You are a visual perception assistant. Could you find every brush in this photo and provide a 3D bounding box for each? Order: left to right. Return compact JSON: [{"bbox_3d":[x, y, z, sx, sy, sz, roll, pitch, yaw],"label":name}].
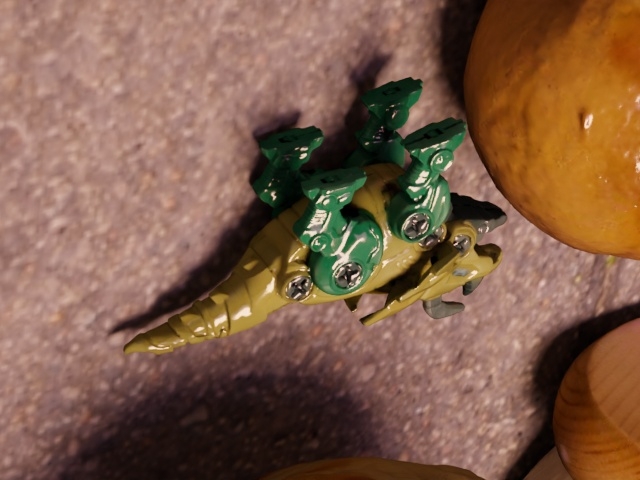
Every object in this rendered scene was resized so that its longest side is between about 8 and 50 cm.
[{"bbox_3d":[0.268,0.159,1.413,0.267,0.174,0.166,-32,149,-45],"label":"brush"}]

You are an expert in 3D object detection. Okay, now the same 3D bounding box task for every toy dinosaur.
[{"bbox_3d":[0.000,0.000,1.116,0.259,0.094,0.153,-16,126,-22],"label":"toy dinosaur"}]

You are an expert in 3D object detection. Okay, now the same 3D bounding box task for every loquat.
[{"bbox_3d":[0.200,-0.095,1.149,0.238,0.193,0.238,-25,128,-37],"label":"loquat"}]

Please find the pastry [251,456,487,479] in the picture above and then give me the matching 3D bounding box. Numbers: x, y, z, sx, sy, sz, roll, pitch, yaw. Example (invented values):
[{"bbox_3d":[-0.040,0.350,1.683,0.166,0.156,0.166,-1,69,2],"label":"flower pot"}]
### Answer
[{"bbox_3d":[0.003,0.309,1.149,0.388,0.313,0.388,-35,142,-34],"label":"pastry"}]
